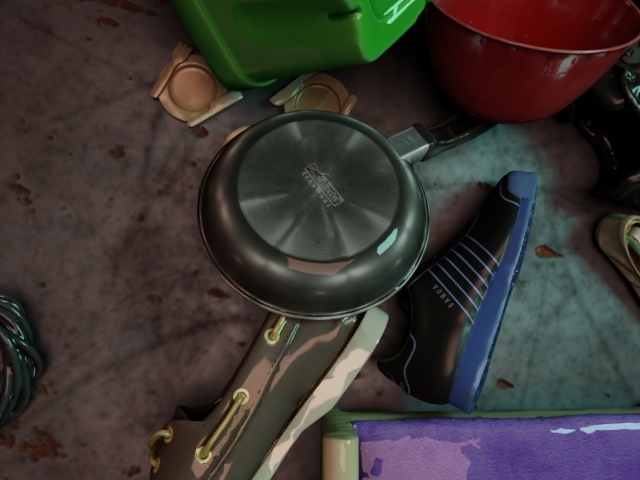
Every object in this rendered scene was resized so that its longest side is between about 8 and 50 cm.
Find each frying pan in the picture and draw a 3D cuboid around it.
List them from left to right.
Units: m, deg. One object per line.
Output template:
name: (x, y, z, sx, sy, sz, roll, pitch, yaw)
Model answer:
frying pan: (0.059, -0.043, 0.471, 0.326, 0.053, 0.197, -9, 66, -9)

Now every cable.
cable: (-0.323, 0.112, 0.462, 0.150, 0.047, 0.184, 39, 85, 2)

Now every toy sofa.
toy sofa: (0.179, 0.220, 0.446, 0.362, 0.177, 0.150, 1, 87, -6)

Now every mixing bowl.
mixing bowl: (0.168, -0.168, 0.492, 0.181, 0.098, 0.181, 4, 48, -4)

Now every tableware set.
tableware set: (-0.060, -0.133, 0.517, 0.141, 0.020, 0.169, -44, 93, -7)

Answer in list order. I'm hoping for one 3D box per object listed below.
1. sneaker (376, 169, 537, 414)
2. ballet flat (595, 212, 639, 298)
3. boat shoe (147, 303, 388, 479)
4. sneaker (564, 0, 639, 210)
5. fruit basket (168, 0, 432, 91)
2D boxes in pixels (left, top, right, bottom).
sneaker: (0.127, 0.031, 0.500, 0.090, 0.081, 0.232, 17, 69, 23)
ballet flat: (0.333, 0.041, 0.537, 0.168, 0.052, 0.057, 44, 82, -3)
boat shoe: (-0.076, 0.160, 0.452, 0.096, 0.116, 0.324, 39, 79, 1)
sneaker: (0.303, -0.168, 0.522, 0.146, 0.102, 0.293, -3, 87, -6)
fruit basket: (-0.019, -0.338, 0.449, 0.392, 0.392, 0.283, -39, 133, -8)
